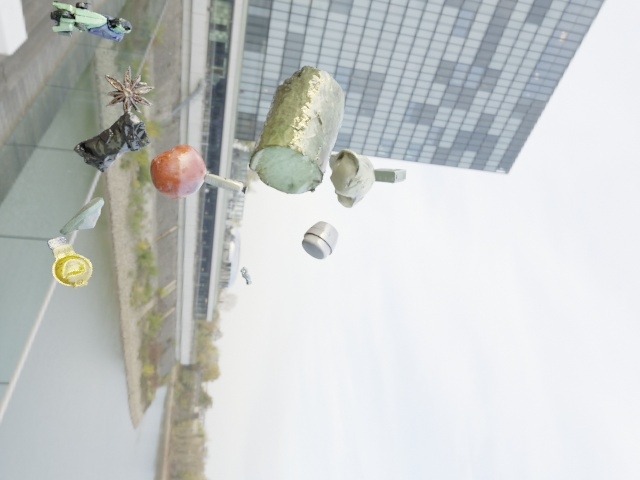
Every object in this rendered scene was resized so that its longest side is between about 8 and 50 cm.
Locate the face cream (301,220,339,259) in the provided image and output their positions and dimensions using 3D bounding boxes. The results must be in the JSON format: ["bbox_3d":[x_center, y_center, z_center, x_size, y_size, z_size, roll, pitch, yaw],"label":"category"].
[{"bbox_3d":[0.000,0.000,1.631,0.104,0.117,0.117,-53,177,-27],"label":"face cream"}]

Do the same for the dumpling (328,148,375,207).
[{"bbox_3d":[0.133,-0.314,2.186,0.243,0.187,0.318,49,-30,34],"label":"dumpling"}]

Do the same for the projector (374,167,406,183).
[{"bbox_3d":[0.315,-0.306,2.242,0.147,0.115,0.061,11,-70,38],"label":"projector"}]

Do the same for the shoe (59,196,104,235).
[{"bbox_3d":[-1.107,-0.097,2.244,0.100,0.251,0.103,51,1,-29],"label":"shoe"}]

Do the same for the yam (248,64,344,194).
[{"bbox_3d":[-0.050,-0.288,1.229,0.195,0.195,0.300,124,-16,-65],"label":"yam"}]

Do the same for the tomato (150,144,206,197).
[{"bbox_3d":[-0.534,-0.254,1.799,0.208,0.208,0.185,-113,178,-65],"label":"tomato"}]

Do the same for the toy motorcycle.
[{"bbox_3d":[-1.010,-0.965,2.116,0.196,0.330,0.125,-164,-103,-75],"label":"toy motorcycle"}]

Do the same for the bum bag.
[{"bbox_3d":[-0.804,-0.378,1.856,0.144,0.340,0.095,50,26,-36],"label":"bum bag"}]

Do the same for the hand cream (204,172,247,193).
[{"bbox_3d":[-0.427,-0.248,2.024,0.080,0.233,0.050,126,-19,-71],"label":"hand cream"}]

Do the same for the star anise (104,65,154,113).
[{"bbox_3d":[-0.756,-0.573,1.855,0.182,0.195,0.065,-50,-150,-3],"label":"star anise"}]

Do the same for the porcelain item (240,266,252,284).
[{"bbox_3d":[-0.314,0.148,2.006,0.028,0.036,0.083,-62,140,-60],"label":"porcelain item"}]

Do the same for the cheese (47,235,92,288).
[{"bbox_3d":[-1.068,0.092,2.018,0.250,0.156,0.064,58,-42,10],"label":"cheese"}]
